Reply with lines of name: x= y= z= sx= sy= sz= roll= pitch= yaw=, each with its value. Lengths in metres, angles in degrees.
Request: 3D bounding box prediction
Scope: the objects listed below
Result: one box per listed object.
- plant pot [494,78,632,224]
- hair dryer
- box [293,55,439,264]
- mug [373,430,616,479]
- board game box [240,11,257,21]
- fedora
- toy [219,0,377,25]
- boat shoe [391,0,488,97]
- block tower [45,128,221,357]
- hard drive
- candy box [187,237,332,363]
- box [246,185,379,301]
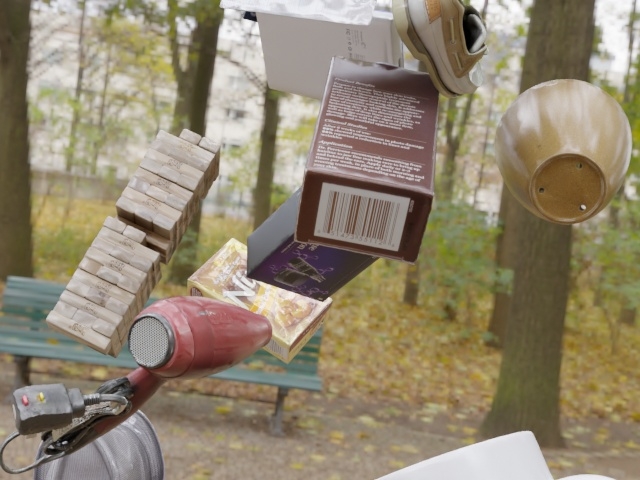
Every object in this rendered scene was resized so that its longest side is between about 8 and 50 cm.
plant pot: x=0.404 y=-0.122 z=1.552 sx=0.237 sy=0.237 sz=0.254 roll=8 pitch=24 yaw=9
hair dryer: x=-0.175 y=0.124 z=0.916 sx=0.293 sy=0.080 sz=0.223 roll=-20 pitch=-14 yaw=-26
box: x=0.080 y=-0.140 z=1.480 sx=0.191 sy=0.143 sz=0.381 roll=11 pitch=38 yaw=1
mug: x=0.219 y=0.402 z=1.058 sx=0.374 sy=0.328 sz=0.276 roll=-23 pitch=-19 yaw=11
board game box: x=-0.123 y=-0.615 z=2.005 sx=0.042 sy=0.243 sz=0.165 roll=8 pitch=39 yaw=-25
fedora: x=-0.403 y=0.418 z=1.654 sx=0.244 sy=0.275 sz=0.124 roll=-1 pitch=-14 yaw=3
toy: x=-0.023 y=-0.393 z=1.459 sx=0.237 sy=0.137 sz=0.056 roll=9 pitch=-20 yaw=14
boat shoe: x=0.217 y=-0.313 z=1.499 sx=0.103 sy=0.113 sz=0.302 roll=-13 pitch=-16 yaw=24
block tower: x=-0.253 y=0.002 z=1.306 sx=0.091 sy=0.335 sz=0.097 roll=24 pitch=-25 yaw=5
hard drive: x=0.019 y=-0.370 z=1.855 sx=0.319 sy=0.210 sz=0.040 roll=18 pitch=45 yaw=31
candy box: x=-0.152 y=0.146 z=2.326 sx=0.316 sy=0.087 sz=0.183 roll=31 pitch=51 yaw=17
box: x=0.000 y=0.000 z=1.791 sx=0.184 sy=0.103 sz=0.261 roll=17 pitch=-38 yaw=-28
